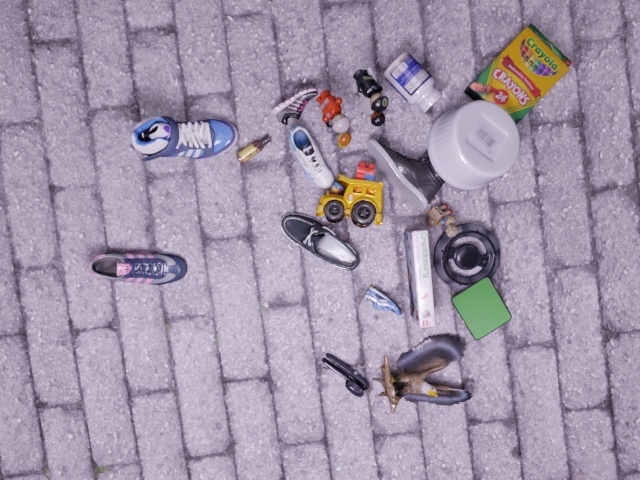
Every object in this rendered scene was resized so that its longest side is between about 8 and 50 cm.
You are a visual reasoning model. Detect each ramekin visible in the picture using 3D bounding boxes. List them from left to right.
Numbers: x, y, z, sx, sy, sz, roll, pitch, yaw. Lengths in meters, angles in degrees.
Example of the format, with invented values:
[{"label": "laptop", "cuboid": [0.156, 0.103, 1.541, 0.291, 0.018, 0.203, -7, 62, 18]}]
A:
[{"label": "ramekin", "cuboid": [0.496, -0.309, 1.730, 0.277, 0.135, 0.277, 3, 82, -18]}]

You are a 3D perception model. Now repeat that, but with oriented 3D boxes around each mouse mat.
[{"label": "mouse mat", "cuboid": [0.548, 0.232, 1.846, 0.153, 0.007, 0.189, -33, 104, 2]}]

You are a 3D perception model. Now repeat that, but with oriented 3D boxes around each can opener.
[{"label": "can opener", "cuboid": [0.086, 0.453, 1.858, 0.186, 0.073, 0.059, 43, 101, 8]}]

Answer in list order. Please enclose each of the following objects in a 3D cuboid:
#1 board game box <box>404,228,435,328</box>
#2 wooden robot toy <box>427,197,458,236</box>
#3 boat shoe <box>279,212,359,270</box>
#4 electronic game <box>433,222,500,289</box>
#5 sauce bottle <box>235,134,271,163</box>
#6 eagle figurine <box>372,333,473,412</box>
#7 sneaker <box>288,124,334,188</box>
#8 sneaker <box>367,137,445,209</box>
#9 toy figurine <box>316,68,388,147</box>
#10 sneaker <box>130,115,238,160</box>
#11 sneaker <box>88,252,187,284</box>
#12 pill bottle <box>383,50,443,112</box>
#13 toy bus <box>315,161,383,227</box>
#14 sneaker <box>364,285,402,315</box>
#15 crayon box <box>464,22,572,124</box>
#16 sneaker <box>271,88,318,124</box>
[{"label": "board game box", "cuboid": [0.321, 0.116, 1.769, 0.053, 0.193, 0.305, -5, 93, 2]}, {"label": "wooden robot toy", "cuboid": [0.398, -0.072, 1.825, 0.076, 0.079, 0.173, -15, 57, -33]}, {"label": "boat shoe", "cuboid": [0.000, 0.000, 1.818, 0.302, 0.091, 0.114, 26, 93, -1]}, {"label": "electronic game", "cuboid": [0.494, 0.055, 1.834, 0.229, 0.048, 0.229, -1, 99, -5]}, {"label": "sauce bottle", "cuboid": [-0.224, -0.310, 1.832, 0.128, 0.042, 0.042, -34, 92, 4]}, {"label": "eagle figurine", "cuboid": [0.341, 0.465, 1.812, 0.298, 0.225, 0.226, -12, 138, -27]}, {"label": "sneaker", "cuboid": [-0.033, -0.275, 1.810, 0.085, 0.086, 0.237, -32, 93, 1]}, {"label": "sneaker", "cuboid": [0.291, -0.253, 1.807, 0.147, 0.104, 0.296, -41, 82, -14]}, {"label": "toy figurine", "cuboid": [0.109, -0.412, 1.737, 0.213, 0.209, 0.148, -30, 75, -1]}, {"label": "sneaker", "cuboid": [-0.440, -0.331, 1.737, 0.323, 0.236, 0.130, -5, 93, 2]}, {"label": "sneaker", "cuboid": [-0.613, 0.098, 1.813, 0.319, 0.131, 0.112, 0, 92, 1]}, {"label": "pill bottle", "cuboid": [0.306, -0.515, 1.779, 0.112, 0.112, 0.186, -44, 92, 3]}, {"label": "toy bus", "cuboid": [0.104, -0.154, 1.785, 0.220, 0.149, 0.211, 7, 88, 2]}, {"label": "sneaker", "cuboid": [0.212, 0.215, 1.847, 0.144, 0.053, 0.059, 36, 92, 8]}, {"label": "crayon box", "cuboid": [0.661, -0.546, 1.788, 0.202, 0.081, 0.318, 43, 92, -1]}, {"label": "sneaker", "cuboid": [-0.075, -0.444, 1.815, 0.170, 0.063, 0.075, -29, 92, 7]}]
